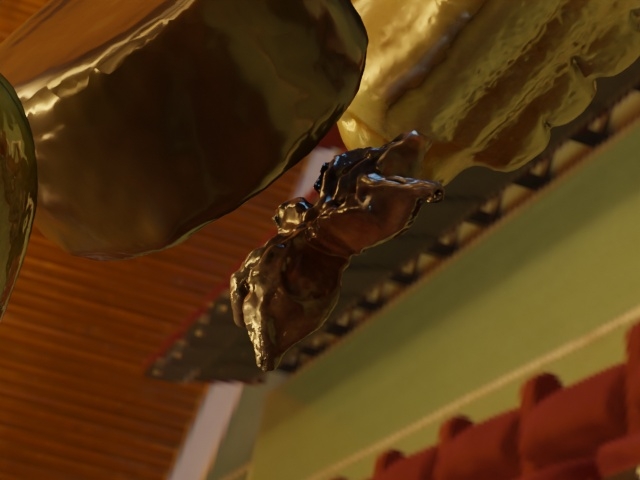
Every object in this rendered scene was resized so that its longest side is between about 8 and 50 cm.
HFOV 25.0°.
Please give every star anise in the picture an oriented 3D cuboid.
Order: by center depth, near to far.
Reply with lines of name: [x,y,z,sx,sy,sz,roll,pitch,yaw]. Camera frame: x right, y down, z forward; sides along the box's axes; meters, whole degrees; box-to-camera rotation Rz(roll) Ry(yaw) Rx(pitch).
star anise: [0.001,-0.009,1.063,0.208,0.063,0.172,-46,20,16]

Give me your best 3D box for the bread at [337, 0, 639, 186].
bread: [0.151,-0.213,1.478,0.341,0.300,0.210,-53,51,31]

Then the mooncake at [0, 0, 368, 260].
mooncake: [-0.107,-0.117,1.036,0.284,0.155,0.284,-27,28,16]

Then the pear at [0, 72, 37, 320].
pear: [-0.292,-0.017,0.700,0.304,0.304,0.304,-164,90,-76]
